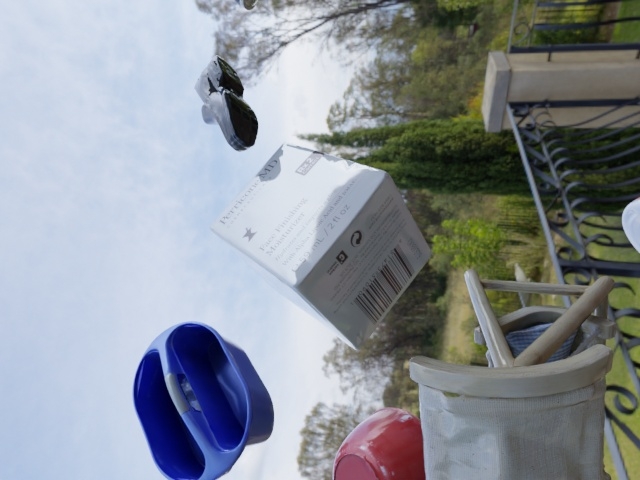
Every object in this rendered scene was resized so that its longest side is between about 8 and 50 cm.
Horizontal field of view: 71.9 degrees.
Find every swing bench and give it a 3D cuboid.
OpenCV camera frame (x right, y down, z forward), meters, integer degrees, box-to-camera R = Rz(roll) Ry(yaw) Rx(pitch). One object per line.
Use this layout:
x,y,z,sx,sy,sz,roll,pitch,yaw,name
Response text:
0.217,0.193,0.466,0.254,0.165,0.253,-32,-62,-56,swing bench

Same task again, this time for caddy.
-0.258,0.336,0.934,0.241,0.341,0.179,-40,-33,-1,caddy

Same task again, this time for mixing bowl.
0.083,0.339,0.623,0.098,0.181,0.181,8,-94,-41,mixing bowl

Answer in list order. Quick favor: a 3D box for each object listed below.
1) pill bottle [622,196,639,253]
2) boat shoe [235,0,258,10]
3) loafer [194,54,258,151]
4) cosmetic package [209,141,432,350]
0.572,-0.058,0.630,0.124,0.221,0.124,59,179,1,pill bottle
-0.113,-0.425,0.682,0.075,0.065,0.206,122,164,-50,boat shoe
-0.129,-0.174,0.593,0.062,0.061,0.170,32,-151,-48,loafer
0.000,0.000,0.527,0.151,0.183,0.151,-51,-46,-12,cosmetic package
